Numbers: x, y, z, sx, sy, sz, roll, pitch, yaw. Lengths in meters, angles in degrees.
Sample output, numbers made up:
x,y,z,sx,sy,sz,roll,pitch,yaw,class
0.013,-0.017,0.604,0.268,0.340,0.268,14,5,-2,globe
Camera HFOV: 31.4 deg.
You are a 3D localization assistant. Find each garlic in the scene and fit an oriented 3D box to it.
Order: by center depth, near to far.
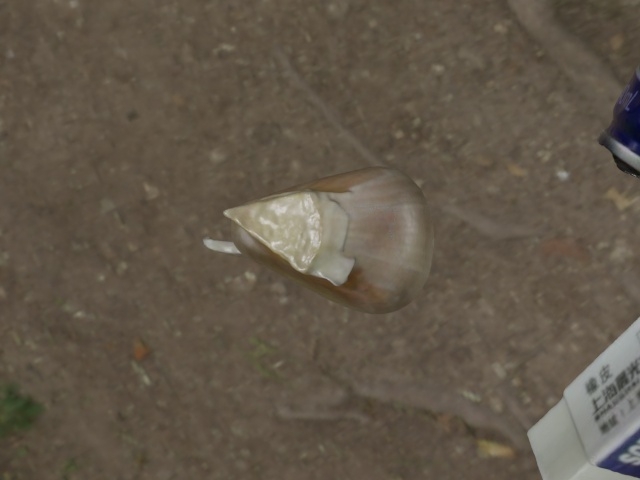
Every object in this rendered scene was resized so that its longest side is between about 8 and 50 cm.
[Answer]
x,y,z,sx,sy,sz,roll,pitch,yaw,class
0.001,0.003,0.862,0.148,0.128,0.266,38,162,-5,garlic

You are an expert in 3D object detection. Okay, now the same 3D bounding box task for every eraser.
x,y,z,sx,sy,sz,roll,pitch,yaw,class
0.293,0.105,0.865,0.279,0.124,0.081,-54,33,33,eraser

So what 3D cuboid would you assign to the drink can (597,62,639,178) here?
x,y,z,sx,sy,sz,roll,pitch,yaw,class
0.190,-0.109,0.372,0.097,0.097,0.235,38,108,28,drink can
